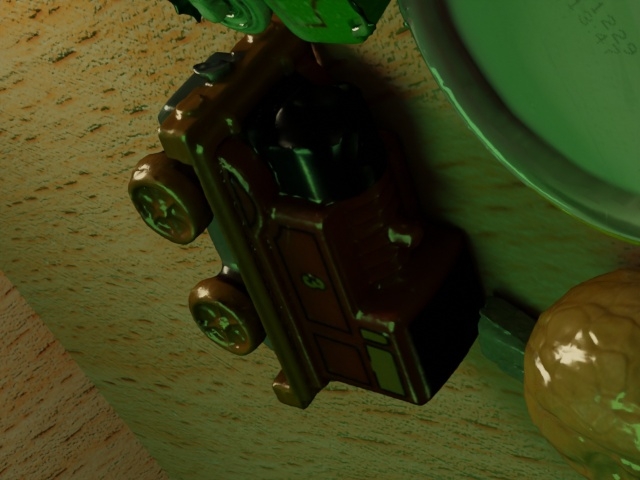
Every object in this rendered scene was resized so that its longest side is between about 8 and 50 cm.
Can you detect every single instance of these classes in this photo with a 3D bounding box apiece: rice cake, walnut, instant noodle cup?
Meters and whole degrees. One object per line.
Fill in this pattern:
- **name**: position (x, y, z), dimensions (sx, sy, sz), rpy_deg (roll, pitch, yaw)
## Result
- **rice cake**: position (0.226, 0.131, 1.106), dimensions (0.270, 0.049, 0.055), rpy_deg (35, 132, 28)
- **walnut**: position (0.229, 0.098, 0.921), dimensions (0.206, 0.159, 0.159), rpy_deg (19, 144, 50)
- **instant noodle cup**: position (0.170, -0.131, 0.595), dimensions (0.264, 0.200, 0.264), rpy_deg (37, 154, 21)

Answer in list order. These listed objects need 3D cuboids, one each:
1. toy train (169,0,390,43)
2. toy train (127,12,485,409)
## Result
- **toy train**: position (-0.042, -0.226, 0.876), dimensions (0.188, 0.132, 0.243), rpy_deg (14, 156, 49)
- **toy train**: position (0.000, 0.000, 1.163), dimensions (0.231, 0.163, 0.369), rpy_deg (13, 141, 34)
